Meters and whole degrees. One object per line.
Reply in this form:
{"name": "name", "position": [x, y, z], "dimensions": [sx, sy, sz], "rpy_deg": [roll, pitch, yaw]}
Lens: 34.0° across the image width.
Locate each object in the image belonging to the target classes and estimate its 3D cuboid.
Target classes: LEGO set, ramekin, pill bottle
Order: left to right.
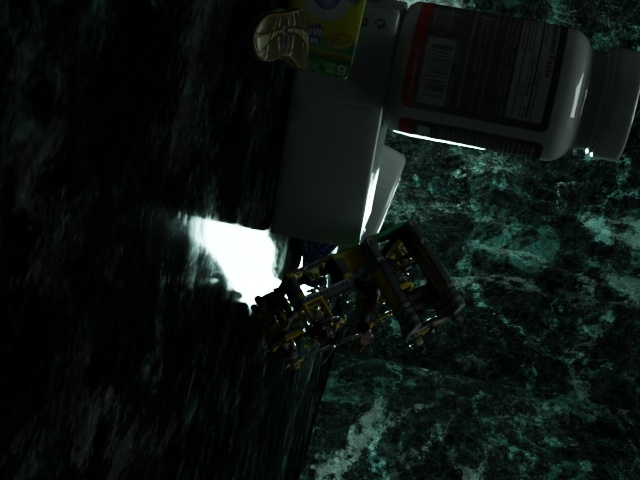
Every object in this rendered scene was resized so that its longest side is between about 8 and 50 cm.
{"name": "ramekin", "position": [0.103, -0.113, 2.523], "dimensions": [0.277, 0.135, 0.277], "rpy_deg": [22, 90, -89]}
{"name": "LEGO set", "position": [0.071, 0.126, 1.671], "dimensions": [0.192, 0.331, 0.255], "rpy_deg": [61, -32, 17]}
{"name": "pill bottle", "position": [0.296, -0.238, 1.623], "dimensions": [0.210, 0.363, 0.210], "rpy_deg": [12, 90, -83]}

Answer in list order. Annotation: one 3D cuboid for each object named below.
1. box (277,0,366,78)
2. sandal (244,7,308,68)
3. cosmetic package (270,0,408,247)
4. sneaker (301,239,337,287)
{"name": "box", "position": [0.007, -0.314, 1.418], "dimensions": [0.043, 0.105, 0.179], "rpy_deg": [113, -11, -83]}
{"name": "sandal", "position": [-0.056, -0.243, 1.248], "dimensions": [0.180, 0.049, 0.072], "rpy_deg": [-22, 119, -67]}
{"name": "cosmetic package", "position": [0.032, -0.203, 1.703], "dimensions": [0.217, 0.156, 0.385], "rpy_deg": [-62, 164, -73]}
{"name": "sneaker", "position": [0.000, 0.000, 2.257], "dimensions": [0.232, 0.081, 0.090], "rpy_deg": [106, -3, -49]}
